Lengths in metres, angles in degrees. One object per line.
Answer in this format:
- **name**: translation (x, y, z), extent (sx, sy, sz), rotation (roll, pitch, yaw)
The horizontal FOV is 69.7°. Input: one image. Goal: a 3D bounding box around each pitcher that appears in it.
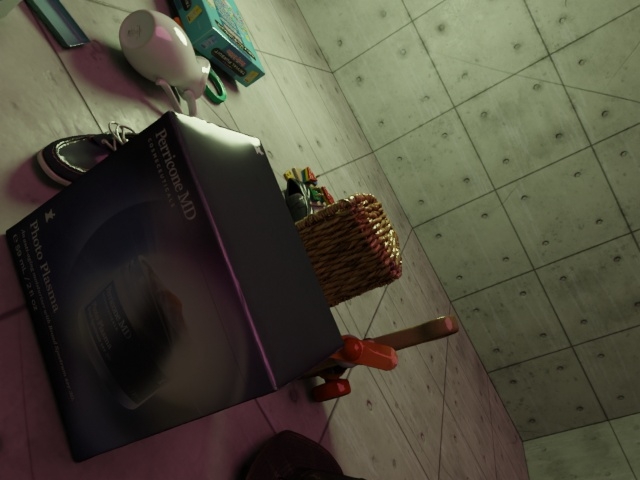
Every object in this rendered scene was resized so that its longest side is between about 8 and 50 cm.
- **pitcher**: translation (-0.315, -0.355, 0.955), extent (0.207, 0.125, 0.178), rotation (30, 54, -72)

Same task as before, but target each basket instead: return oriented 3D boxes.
- **basket**: translation (0.000, 0.000, 1.005), extent (0.223, 0.299, 0.213), rotation (53, 24, -25)

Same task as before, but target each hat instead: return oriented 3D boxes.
- **hat**: translation (0.015, 0.444, 0.722), extent (0.331, 0.134, 0.331), rotation (46, 27, -32)

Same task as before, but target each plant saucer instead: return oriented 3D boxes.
- **plant saucer**: translation (-0.475, -0.414, 0.774), extent (0.192, 0.018, 0.067), rotation (55, 24, -20)

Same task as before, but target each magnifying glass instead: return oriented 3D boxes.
- **magnifying glass**: translation (-0.312, -0.461, 1.183), extent (0.231, 0.026, 0.092), rotation (60, 22, -7)

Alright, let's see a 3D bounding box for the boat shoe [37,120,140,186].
- **boat shoe**: translation (-0.319, -0.134, 0.733), extent (0.095, 0.079, 0.254), rotation (64, 21, 4)

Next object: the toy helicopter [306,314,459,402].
- **toy helicopter**: translation (0.105, 0.214, 0.933), extent (0.235, 0.354, 0.140), rotation (57, 16, -66)

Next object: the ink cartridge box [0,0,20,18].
- **ink cartridge box**: translation (-0.504, -0.380, 0.580), extent (0.203, 0.085, 0.148), rotation (51, 25, -31)

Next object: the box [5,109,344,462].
- **box**: translation (-0.178, 0.057, 0.555), extent (0.182, 0.294, 0.296), rotation (-3, 68, -67)

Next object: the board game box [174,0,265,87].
- **board game box**: translation (-0.302, -0.628, 1.279), extent (0.253, 0.079, 0.336), rotation (16, 48, -65)

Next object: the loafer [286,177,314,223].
- **loafer**: translation (-0.064, -0.092, 1.276), extent (0.078, 0.076, 0.223), rotation (40, 27, -36)

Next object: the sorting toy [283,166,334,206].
- **sorting toy**: translation (-0.026, -0.179, 1.487), extent (0.274, 0.046, 0.132), rotation (-4, 69, -66)
